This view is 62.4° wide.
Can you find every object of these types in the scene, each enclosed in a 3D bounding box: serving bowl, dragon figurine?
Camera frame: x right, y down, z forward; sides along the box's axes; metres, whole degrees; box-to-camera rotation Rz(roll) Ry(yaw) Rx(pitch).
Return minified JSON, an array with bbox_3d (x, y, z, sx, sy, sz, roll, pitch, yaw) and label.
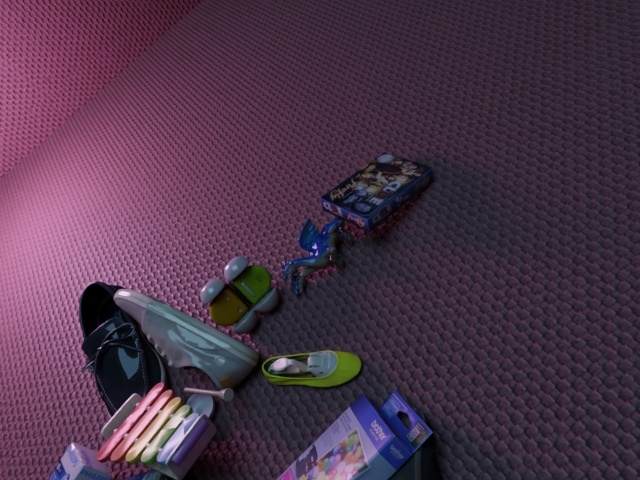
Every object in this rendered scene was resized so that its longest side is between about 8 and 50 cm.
[{"bbox_3d":[-0.282,0.402,1.256,0.083,0.027,0.084,-17,50,21],"label":"serving bowl"},{"bbox_3d":[0.000,0.000,1.338,0.143,0.085,0.289,3,61,32],"label":"dragon figurine"}]

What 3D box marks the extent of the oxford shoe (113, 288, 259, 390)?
[{"bbox_3d":[-0.358,0.238,1.303,0.448,0.169,0.130,22,77,24],"label":"oxford shoe"}]

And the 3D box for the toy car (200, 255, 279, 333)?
[{"bbox_3d":[-0.205,0.134,1.345,0.182,0.159,0.136,-44,10,-4],"label":"toy car"}]

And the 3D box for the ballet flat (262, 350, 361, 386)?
[{"bbox_3d":[-0.027,0.278,1.158,0.230,0.077,0.077,-11,52,24],"label":"ballet flat"}]

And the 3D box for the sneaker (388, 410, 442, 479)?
[{"bbox_3d":[0.182,0.419,0.942,0.083,0.118,0.222,-35,15,29],"label":"sneaker"}]

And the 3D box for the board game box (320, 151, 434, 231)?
[{"bbox_3d":[0.143,-0.128,1.322,0.243,0.042,0.165,-38,44,-26],"label":"board game box"}]

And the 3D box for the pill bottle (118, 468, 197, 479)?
[{"bbox_3d":[-0.383,0.565,1.134,0.219,0.123,0.123,-22,49,16],"label":"pill bottle"}]

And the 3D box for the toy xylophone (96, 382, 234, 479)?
[{"bbox_3d":[-0.331,0.396,1.146,0.322,0.081,0.236,-12,32,38],"label":"toy xylophone"}]

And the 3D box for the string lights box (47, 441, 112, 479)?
[{"bbox_3d":[-0.569,0.589,1.134,0.133,0.076,0.260,7,62,56],"label":"string lights box"}]

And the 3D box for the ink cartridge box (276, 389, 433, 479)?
[{"bbox_3d":[0.048,0.407,0.975,0.311,0.065,0.186,-42,14,-4],"label":"ink cartridge box"}]

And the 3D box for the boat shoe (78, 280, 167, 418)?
[{"bbox_3d":[-0.545,0.294,1.409,0.186,0.156,0.500,-36,48,1],"label":"boat shoe"}]
